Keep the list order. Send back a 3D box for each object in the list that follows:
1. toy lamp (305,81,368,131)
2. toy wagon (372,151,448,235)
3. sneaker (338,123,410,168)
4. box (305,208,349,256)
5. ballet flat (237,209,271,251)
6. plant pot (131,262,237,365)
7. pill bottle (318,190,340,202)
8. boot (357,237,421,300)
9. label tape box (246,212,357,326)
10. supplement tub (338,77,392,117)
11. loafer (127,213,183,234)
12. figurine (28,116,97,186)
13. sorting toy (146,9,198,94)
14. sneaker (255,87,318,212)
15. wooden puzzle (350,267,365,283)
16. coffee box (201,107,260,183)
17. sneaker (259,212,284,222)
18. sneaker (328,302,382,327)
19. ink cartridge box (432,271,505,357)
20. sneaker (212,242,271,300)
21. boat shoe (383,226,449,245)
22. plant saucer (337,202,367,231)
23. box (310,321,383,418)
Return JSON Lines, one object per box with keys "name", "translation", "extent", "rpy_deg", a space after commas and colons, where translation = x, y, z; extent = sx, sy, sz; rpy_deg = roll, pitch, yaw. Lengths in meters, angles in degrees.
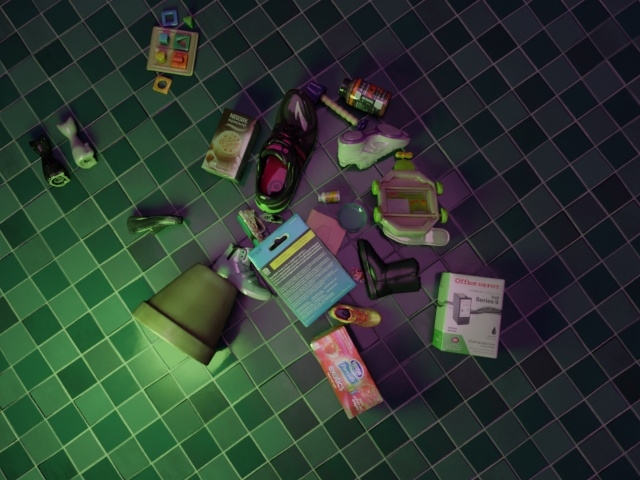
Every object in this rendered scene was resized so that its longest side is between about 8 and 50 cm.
{"name": "toy lamp", "translation": [0.060, -0.522, 1.689], "extent": [0.274, 0.080, 0.080], "rpy_deg": [38, 88, 0]}
{"name": "toy wagon", "translation": [0.331, -0.180, 1.637], "extent": [0.266, 0.068, 0.345], "rpy_deg": [1, 64, -4]}
{"name": "sneaker", "translation": [0.202, -0.362, 1.672], "extent": [0.304, 0.152, 0.114], "rpy_deg": [-11, 47, -16]}
{"name": "box", "translation": [0.000, 0.000, 1.686], "extent": [0.164, 0.021, 0.201], "rpy_deg": [24, 87, 2]}
{"name": "ballet flat", "translation": [-0.237, -0.017, 1.665], "extent": [0.077, 0.091, 0.241], "rpy_deg": [-28, 90, -23]}
{"name": "plant pot", "translation": [-0.459, 0.245, 1.564], "extent": [0.323, 0.323, 0.281], "rpy_deg": [33, 71, 3]}
{"name": "pill bottle", "translation": [0.033, -0.170, 1.684], "extent": [0.083, 0.043, 0.044], "rpy_deg": [-5, 87, 1]}
{"name": "boot", "translation": [0.263, 0.093, 1.641], "extent": [0.207, 0.094, 0.247], "rpy_deg": [-14, 82, -4]}
{"name": "label tape box", "translation": [-0.067, 0.107, 1.617], "extent": [0.249, 0.115, 0.348], "rpy_deg": [-40, 91, 2]}
{"name": "supplement tub", "translation": [0.171, -0.560, 1.673], "extent": [0.197, 0.106, 0.106], "rpy_deg": [23, 87, 2]}
{"name": "loafer", "translation": [-0.641, -0.061, 1.678], "extent": [0.223, 0.076, 0.079], "rpy_deg": [-3, 92, 6]}
{"name": "figurine", "translation": [-1.017, -0.358, 1.697], "extent": [0.214, 0.092, 0.210], "rpy_deg": [-33, 83, -2]}
{"name": "sorting toy", "translation": [-0.597, -0.763, 1.728], "extent": [0.195, 0.047, 0.348], "rpy_deg": [7, 87, 1]}
{"name": "sneaker", "translation": [-0.125, -0.340, 1.617], "extent": [0.185, 0.202, 0.484], "rpy_deg": [13, 87, 1]}
{"name": "wooden puzzle", "translation": [0.154, 0.139, 1.683], "extent": [0.083, 0.006, 0.050], "rpy_deg": [19, 87, 2]}
{"name": "coffee box", "translation": [-0.344, -0.366, 1.674], "extent": [0.141, 0.098, 0.247], "rpy_deg": [20, 87, 2]}
{"name": "sneaker", "translation": [-0.193, -0.090, 1.671], "extent": [0.098, 0.069, 0.038], "rpy_deg": [3, 86, 1]}
{"name": "sneaker", "translation": [0.131, 0.288, 1.631], "extent": [0.208, 0.094, 0.082], "rpy_deg": [8, 85, 0]}
{"name": "ink cartridge box", "translation": [0.550, 0.271, 1.610], "extent": [0.210, 0.121, 0.290], "rpy_deg": [7, 86, 1]}
{"name": "sneaker", "translation": [-0.272, 0.113, 1.644], "extent": [0.255, 0.094, 0.151], "rpy_deg": [33, 94, 5]}
{"name": "boat shoe", "translation": [0.362, -0.026, 1.653], "extent": [0.254, 0.079, 0.096], "rpy_deg": [4, 84, -1]}
{"name": "plant saucer", "translation": [0.121, -0.088, 1.677], "extent": [0.119, 0.021, 0.120], "rpy_deg": [2, 72, -7]}
{"name": "box", "translation": [0.094, 0.471, 1.594], "extent": [0.142, 0.154, 0.300], "rpy_deg": [-28, 85, -1]}
